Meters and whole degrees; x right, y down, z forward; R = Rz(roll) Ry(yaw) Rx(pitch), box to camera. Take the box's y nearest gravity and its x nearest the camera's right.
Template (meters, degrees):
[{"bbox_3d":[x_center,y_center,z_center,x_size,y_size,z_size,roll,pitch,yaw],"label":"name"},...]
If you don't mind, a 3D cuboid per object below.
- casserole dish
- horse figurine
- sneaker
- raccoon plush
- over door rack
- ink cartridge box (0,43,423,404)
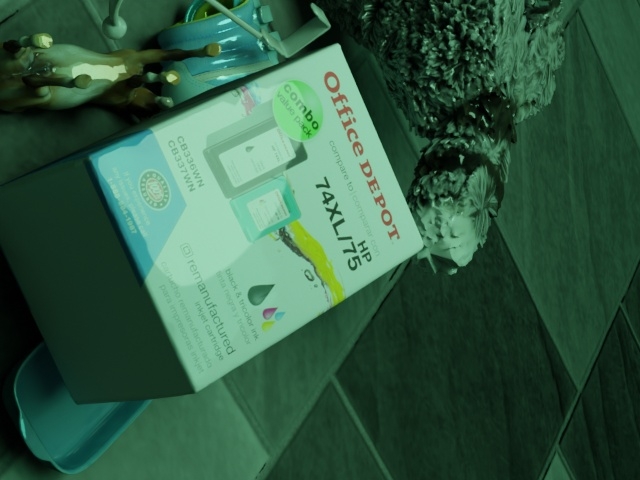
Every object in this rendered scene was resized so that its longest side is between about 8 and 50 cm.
[{"bbox_3d":[-0.209,0.122,1.187,0.188,0.037,0.114,-48,118,-48],"label":"casserole dish"},{"bbox_3d":[-0.215,-0.141,1.179,0.263,0.174,0.066,-7,92,-41],"label":"horse figurine"},{"bbox_3d":[-0.045,-0.158,1.419,0.319,0.127,0.208,2,80,-54],"label":"sneaker"},{"bbox_3d":[0.066,-0.189,1.451,0.446,0.299,0.216,-61,142,-35],"label":"raccoon plush"},{"bbox_3d":[-0.162,-0.290,1.243,0.324,0.108,0.239,12,47,-49],"label":"over door rack"},{"bbox_3d":[-0.096,-0.015,1.140,0.270,0.197,0.198,-31,102,-37],"label":"ink cartridge box"}]
